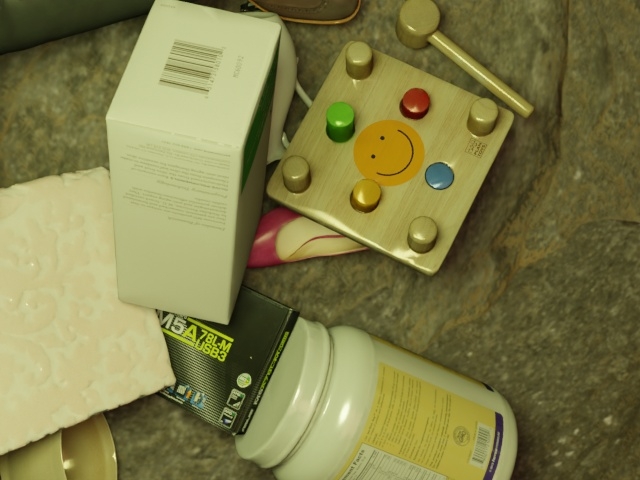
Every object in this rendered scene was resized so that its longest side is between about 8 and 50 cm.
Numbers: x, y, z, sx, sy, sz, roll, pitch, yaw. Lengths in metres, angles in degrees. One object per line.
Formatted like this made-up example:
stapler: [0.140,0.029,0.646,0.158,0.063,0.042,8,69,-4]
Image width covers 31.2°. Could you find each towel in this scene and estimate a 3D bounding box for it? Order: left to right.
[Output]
towel: [-0.365,0.086,1.424,0.332,0.053,0.317,-17,87,-39]

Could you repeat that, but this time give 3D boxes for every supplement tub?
supplement tub: [0.075,0.260,1.576,0.331,0.241,0.241,25,89,-18]

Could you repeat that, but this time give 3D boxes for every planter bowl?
planter bowl: [-0.351,0.293,1.506,0.109,0.162,0.162,-12,102,12]

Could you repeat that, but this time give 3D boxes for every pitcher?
pitcher: [-0.072,-0.203,1.545,0.178,0.125,0.207,-17,114,-35]

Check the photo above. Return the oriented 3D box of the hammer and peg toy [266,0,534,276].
hammer and peg toy: [0.123,-0.157,1.530,0.266,0.127,0.361,27,76,9]

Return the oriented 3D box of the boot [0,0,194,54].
boot: [-0.308,-0.245,1.334,0.445,0.146,0.367,-25,109,-20]

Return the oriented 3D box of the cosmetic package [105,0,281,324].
cosmetic package: [-0.151,-0.082,1.360,0.155,0.365,0.197,12,56,2]

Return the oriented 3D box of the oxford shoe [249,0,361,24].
oxford shoe: [-0.065,-0.349,1.496,0.271,0.098,0.097,17,95,-18]

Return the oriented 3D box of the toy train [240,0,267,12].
toy train: [-0.035,-0.327,1.579,0.158,0.027,0.036,-12,90,-15]

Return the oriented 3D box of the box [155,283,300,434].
box: [-0.149,0.139,1.542,0.191,0.045,0.184,25,92,19]

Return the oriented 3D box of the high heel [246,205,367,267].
high heel: [0.000,0.000,1.580,0.244,0.117,0.082,-14,118,-18]
